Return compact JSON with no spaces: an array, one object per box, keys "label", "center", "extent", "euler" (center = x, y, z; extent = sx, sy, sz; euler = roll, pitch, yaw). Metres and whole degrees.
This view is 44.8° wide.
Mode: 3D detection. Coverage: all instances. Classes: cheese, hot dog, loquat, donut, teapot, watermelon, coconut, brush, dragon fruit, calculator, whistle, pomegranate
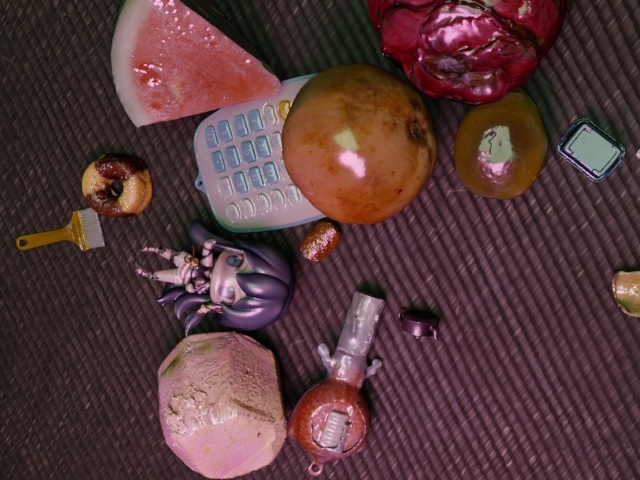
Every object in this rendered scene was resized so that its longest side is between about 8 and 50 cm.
[{"label":"cheese","center":[0.520,0.093,1.297],"extent":[0.060,0.041,0.084],"euler":[-1,81,8]},{"label":"hot dog","center":[0.000,0.000,1.426],"extent":[0.058,0.035,0.083],"euler":[46,106,6]},{"label":"loquat","center":[0.297,-0.160,1.275],"extent":[0.152,0.152,0.195],"euler":[11,108,13]},{"label":"donut","center":[-0.400,-0.107,1.511],"extent":[0.140,0.059,0.140],"euler":[3,100,16]},{"label":"teapot","center":[0.174,0.152,1.385],"extent":[0.100,0.068,0.045],"euler":[21,107,48]},{"label":"watermelon","center":[-0.243,-0.318,1.329],"extent":[0.292,0.250,0.283],"euler":[22,111,28]},{"label":"coconut","center":[-0.184,0.281,1.413],"extent":[0.233,0.245,0.233],"euler":[-8,129,-10]},{"label":"brush","center":[-0.534,-0.010,1.581],"extent":[0.205,0.011,0.083],"euler":[-11,94,17]},{"label":"dragon fruit","center":[0.226,-0.368,1.185],"extent":[0.329,0.329,0.329],"euler":[2,97,15]},{"label":"calculator","center":[-0.061,-0.155,1.416],"extent":[0.386,0.054,0.256],"euler":[-16,93,17]},{"label":"whistle","center":[0.040,0.263,1.405],"extent":[0.142,0.134,0.346],"euler":[18,93,7]},{"label":"pomegranate","center":[0.049,-0.145,1.241],"extent":[0.252,0.229,0.270],"euler":[44,145,-25]}]

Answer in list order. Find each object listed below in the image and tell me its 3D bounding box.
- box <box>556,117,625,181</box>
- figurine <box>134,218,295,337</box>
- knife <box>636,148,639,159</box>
[{"label":"box","center":[0.447,-0.149,1.280],"extent":[0.099,0.054,0.074],"euler":[40,103,8]},{"label":"figurine","center":[-0.176,0.067,1.399],"extent":[0.265,0.197,0.175],"euler":[23,107,20]},{"label":"knife","center":[0.628,-0.192,1.244],"extent":[0.244,0.032,0.058],"euler":[-37,95,20]}]
